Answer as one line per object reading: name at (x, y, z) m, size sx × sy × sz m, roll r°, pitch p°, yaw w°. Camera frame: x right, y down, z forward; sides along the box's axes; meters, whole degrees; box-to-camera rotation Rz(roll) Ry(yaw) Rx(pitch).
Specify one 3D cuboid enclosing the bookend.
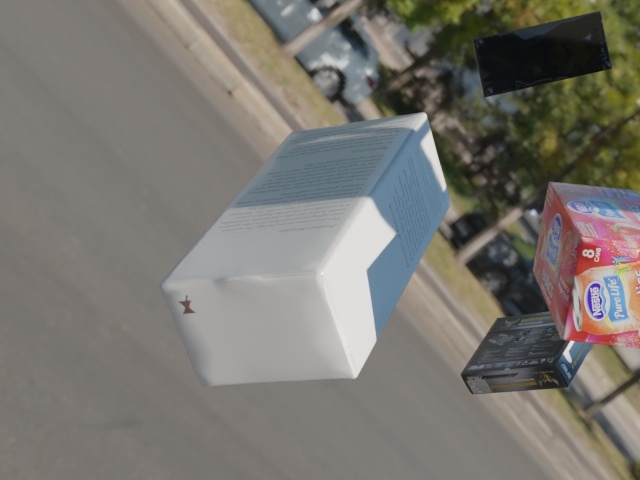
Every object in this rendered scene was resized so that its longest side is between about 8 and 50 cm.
bookend at (0.268, -0.231, 1.480) m, size 0.156 × 0.157 × 0.072 m, roll -72°, pitch 149°, yaw -83°

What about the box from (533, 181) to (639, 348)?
box at (0.339, 0.024, 1.422) m, size 0.122 × 0.128 × 0.257 m, roll 7°, pitch 18°, yaw 1°

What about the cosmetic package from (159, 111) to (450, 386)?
cosmetic package at (0.000, 0.000, 1.598) m, size 0.453 × 0.230 × 0.162 m, roll -54°, pitch 132°, yaw -53°

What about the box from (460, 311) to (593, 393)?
box at (0.409, 0.215, 2.294) m, size 0.183 × 0.231 × 0.056 m, roll -48°, pitch 116°, yaw -40°
